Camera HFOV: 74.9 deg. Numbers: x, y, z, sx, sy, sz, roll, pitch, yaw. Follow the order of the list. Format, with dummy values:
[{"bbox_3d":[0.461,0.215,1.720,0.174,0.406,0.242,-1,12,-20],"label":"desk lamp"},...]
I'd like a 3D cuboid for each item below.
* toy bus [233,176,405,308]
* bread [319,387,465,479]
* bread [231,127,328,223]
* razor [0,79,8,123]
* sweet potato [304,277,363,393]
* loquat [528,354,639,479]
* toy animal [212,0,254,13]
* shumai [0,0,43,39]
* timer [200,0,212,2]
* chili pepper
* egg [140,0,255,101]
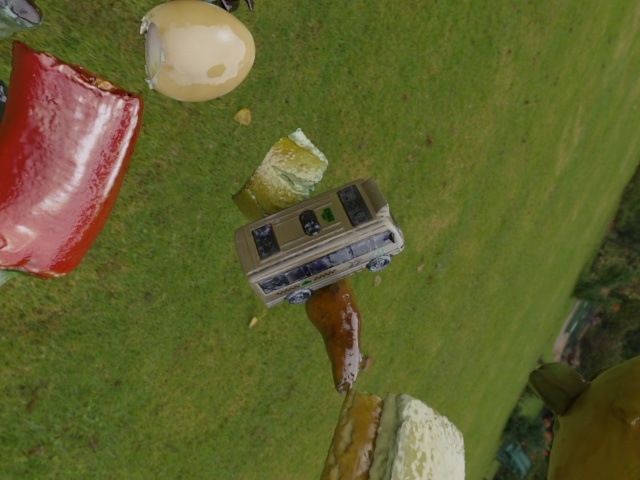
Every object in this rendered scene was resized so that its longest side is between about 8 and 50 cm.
[{"bbox_3d":[0.000,0.000,0.759,0.290,0.139,0.157,-21,149,0],"label":"toy bus"},{"bbox_3d":[0.090,0.426,0.580,0.236,0.165,0.375,46,52,-31],"label":"bread"},{"bbox_3d":[-0.089,-0.116,0.895,0.186,0.124,0.257,-51,-171,-30],"label":"bread"},{"bbox_3d":[-0.547,-0.100,0.620,0.205,0.349,0.113,-19,149,-14],"label":"razor"},{"bbox_3d":[0.023,0.135,0.846,0.112,0.359,0.112,-5,119,-9],"label":"sweet potato"},{"bbox_3d":[0.360,0.238,0.386,0.329,0.359,0.328,-19,128,-26],"label":"loquat"},{"bbox_3d":[-0.259,-0.674,1.130,0.116,0.180,0.218,3,90,-46],"label":"toy animal"},{"bbox_3d":[-0.740,-0.475,0.852,0.272,0.204,0.222,-46,151,-11],"label":"shumai"},{"bbox_3d":[-0.103,-0.367,0.449,0.255,0.175,0.175,-35,139,-11],"label":"timer"},{"bbox_3d":[-0.312,-0.027,0.458,0.135,0.131,0.338,22,97,-29],"label":"chili pepper"},{"bbox_3d":[-0.103,-0.160,0.358,0.097,0.080,0.080,-10,124,-33],"label":"egg"}]
